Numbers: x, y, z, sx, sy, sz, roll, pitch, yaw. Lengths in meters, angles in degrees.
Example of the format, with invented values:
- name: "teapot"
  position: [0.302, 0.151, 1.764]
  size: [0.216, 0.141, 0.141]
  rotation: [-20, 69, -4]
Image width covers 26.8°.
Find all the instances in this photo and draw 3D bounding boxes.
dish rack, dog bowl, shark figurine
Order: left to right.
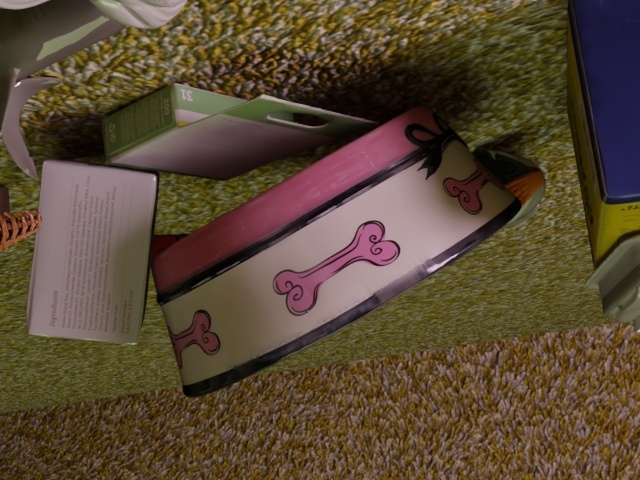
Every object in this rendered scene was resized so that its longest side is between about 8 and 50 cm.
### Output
- name: "shark figurine"
  position: [-0.268, -0.127, 1.128]
  size: [0.166, 0.116, 0.278]
  rotation: [2, 163, -27]
- name: "dog bowl"
  position: [0.000, 0.000, 1.422]
  size: [0.408, 0.150, 0.408]
  rotation: [-30, -177, 2]
- name: "dish rack"
  position: [0.460, 0.033, 1.393]
  size: [0.333, 0.072, 0.285]
  rotation: [-6, 167, -1]

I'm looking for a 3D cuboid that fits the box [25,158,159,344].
- name: "box"
  position: [-0.241, 0.008, 1.440]
  size: [0.119, 0.182, 0.181]
  rotation: [6, -176, -7]

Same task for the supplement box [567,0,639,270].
- name: "supplement box"
  position: [0.354, -0.105, 1.325]
  size: [0.194, 0.195, 0.356]
  rotation: [-9, 166, 8]

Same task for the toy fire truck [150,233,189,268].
- name: "toy fire truck"
  position: [-0.280, 0.030, 1.946]
  size: [0.192, 0.047, 0.135]
  rotation: [-1, 167, -24]

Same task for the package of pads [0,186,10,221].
- name: "package of pads"
  position: [-0.407, -0.040, 1.568]
  size: [0.083, 0.050, 0.032]
  rotation: [3, 159, -34]

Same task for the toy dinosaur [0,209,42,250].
- name: "toy dinosaur"
  position: [-0.386, -0.040, 1.201]
  size: [0.164, 0.218, 0.322]
  rotation: [-10, 167, 11]

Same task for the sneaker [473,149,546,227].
- name: "sneaker"
  position: [0.241, -0.065, 1.716]
  size: [0.121, 0.099, 0.262]
  rotation: [-10, 176, -17]

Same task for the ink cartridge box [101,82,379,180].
- name: "ink cartridge box"
  position: [-0.084, -0.121, 1.362]
  size: [0.235, 0.056, 0.171]
  rotation: [-20, 162, 41]

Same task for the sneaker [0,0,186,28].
- name: "sneaker"
  position: [-0.152, -0.211, 0.902]
  size: [0.115, 0.090, 0.232]
  rotation: [-24, 168, 36]
